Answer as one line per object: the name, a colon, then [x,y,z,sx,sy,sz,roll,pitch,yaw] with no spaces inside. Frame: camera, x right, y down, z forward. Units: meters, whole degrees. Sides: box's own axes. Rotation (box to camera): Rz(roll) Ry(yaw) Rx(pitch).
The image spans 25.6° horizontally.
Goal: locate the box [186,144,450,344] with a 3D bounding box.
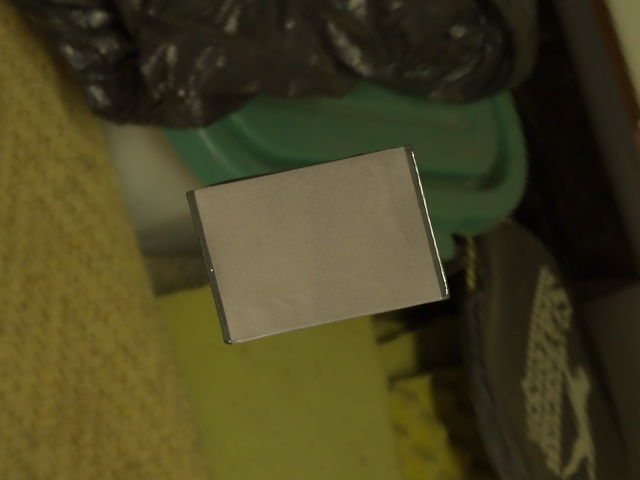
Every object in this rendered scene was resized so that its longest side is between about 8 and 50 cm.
box: [0.000,0.000,1.600,0.153,0.252,0.188,-45,121,-87]
